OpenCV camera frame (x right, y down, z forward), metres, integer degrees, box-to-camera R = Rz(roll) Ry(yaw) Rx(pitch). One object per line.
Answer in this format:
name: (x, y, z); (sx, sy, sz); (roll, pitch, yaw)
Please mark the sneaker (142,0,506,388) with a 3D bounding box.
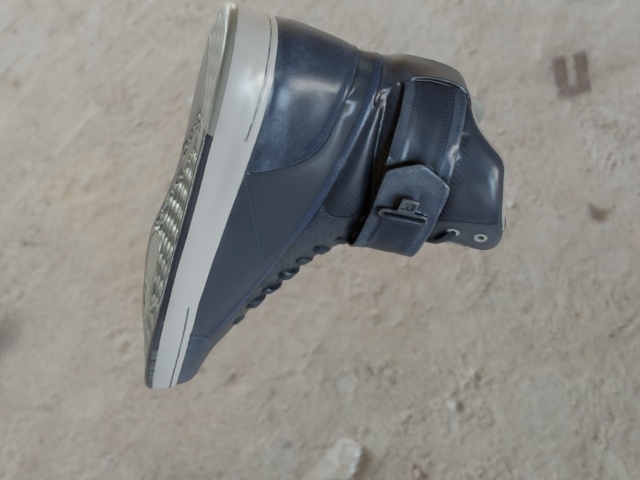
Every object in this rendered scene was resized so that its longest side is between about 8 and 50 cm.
sneaker: (0.000, 0.001, 0.574); (0.163, 0.226, 0.086); (9, 40, -18)
